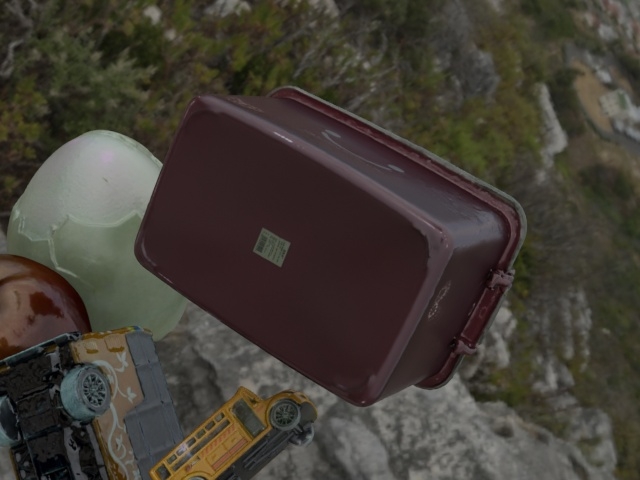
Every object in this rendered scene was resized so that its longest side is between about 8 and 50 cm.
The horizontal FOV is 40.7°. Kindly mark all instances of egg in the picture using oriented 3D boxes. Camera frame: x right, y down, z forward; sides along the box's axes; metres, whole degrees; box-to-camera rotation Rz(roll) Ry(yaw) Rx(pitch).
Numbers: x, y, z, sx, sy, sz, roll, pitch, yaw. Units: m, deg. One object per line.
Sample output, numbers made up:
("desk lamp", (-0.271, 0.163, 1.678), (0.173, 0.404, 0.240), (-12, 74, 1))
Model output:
("egg", (-0.329, 0.004, 1.299), (0.278, 0.278, 0.336), (-34, 125, -52))

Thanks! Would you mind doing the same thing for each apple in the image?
("apple", (-0.393, 0.125, 1.061), (0.234, 0.234, 0.234), (26, 53, -41))

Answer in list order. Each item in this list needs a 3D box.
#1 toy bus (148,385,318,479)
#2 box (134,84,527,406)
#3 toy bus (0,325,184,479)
("toy bus", (-0.081, 0.198, 0.832), (0.074, 0.162, 0.069), (44, -11, 28))
("box", (0.000, 0.000, 0.716), (0.294, 0.193, 0.167), (30, 18, 21))
("toy bus", (-0.224, 0.238, 0.898), (0.167, 0.138, 0.275), (1, 68, -66))
